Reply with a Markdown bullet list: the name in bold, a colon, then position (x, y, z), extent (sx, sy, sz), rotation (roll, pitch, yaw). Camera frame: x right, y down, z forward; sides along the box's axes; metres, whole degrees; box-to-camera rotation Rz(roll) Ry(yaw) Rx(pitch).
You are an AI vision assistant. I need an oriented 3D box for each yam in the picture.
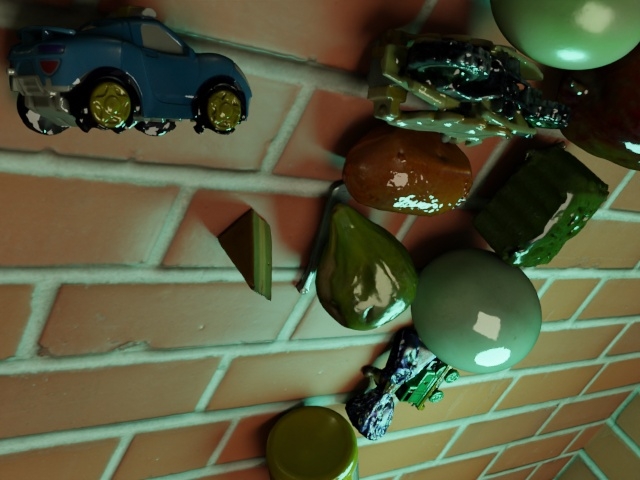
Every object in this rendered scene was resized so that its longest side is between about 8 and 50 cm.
- **yam**: position (0.487, -0.179, 1.827), extent (0.129, 0.027, 0.033), rotation (-28, 104, -11)

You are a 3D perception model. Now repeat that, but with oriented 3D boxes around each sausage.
- **sausage**: position (0.158, -0.124, 1.495), extent (0.268, 0.153, 0.141), rotation (6, 140, -41)

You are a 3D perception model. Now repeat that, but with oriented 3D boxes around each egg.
- **egg**: position (0.353, 0.160, 1.873), extent (0.276, 0.276, 0.389), rotation (-45, 141, 9)
- **egg**: position (0.406, -0.390, 1.341), extent (0.270, 0.220, 0.220), rotation (23, 118, -12)

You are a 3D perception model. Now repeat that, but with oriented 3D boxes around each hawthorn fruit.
- **hawthorn fruit**: position (0.623, -0.274, 1.623), extent (0.325, 0.308, 0.308), rotation (-23, 143, -4)

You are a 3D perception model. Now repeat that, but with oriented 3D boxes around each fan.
- **fan**: position (0.000, 0.000, 1.611), extent (0.057, 0.023, 0.282), rotation (-11, 135, -42)

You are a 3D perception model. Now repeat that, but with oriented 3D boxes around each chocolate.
- **chocolate**: position (0.181, 0.343, 2.074), extent (0.148, 0.126, 0.343), rotation (27, 112, -7)

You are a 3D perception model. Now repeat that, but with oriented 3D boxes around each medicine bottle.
- **medicine bottle**: position (-0.013, 0.600, 2.089), extent (0.224, 0.224, 0.384), rotation (-26, 143, -16)

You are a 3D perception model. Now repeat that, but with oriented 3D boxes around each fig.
- **fig**: position (0.079, 0.034, 1.581), extent (0.206, 0.206, 0.275), rotation (-27, 130, -15)

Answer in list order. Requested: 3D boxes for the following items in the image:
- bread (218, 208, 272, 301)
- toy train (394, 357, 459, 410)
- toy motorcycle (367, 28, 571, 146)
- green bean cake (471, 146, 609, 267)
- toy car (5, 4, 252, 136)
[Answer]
- **bread**: position (-0.105, 0.027, 1.446), extent (0.084, 0.139, 0.074), rotation (-40, 143, 3)
- **toy train**: position (0.275, 0.359, 2.191), extent (0.136, 0.091, 0.227), rotation (7, 126, -33)
- **toy motorcycle**: position (0.243, -0.249, 1.375), extent (0.410, 0.237, 0.168), rotation (14, 81, -50)
- **green bean cake**: position (0.486, -0.068, 1.804), extent (0.250, 0.156, 0.247), rotation (-49, 154, 22)
- **toy car**: position (-0.233, -0.212, 1.055), extent (0.314, 0.198, 0.166), rotation (-5, 101, -40)
